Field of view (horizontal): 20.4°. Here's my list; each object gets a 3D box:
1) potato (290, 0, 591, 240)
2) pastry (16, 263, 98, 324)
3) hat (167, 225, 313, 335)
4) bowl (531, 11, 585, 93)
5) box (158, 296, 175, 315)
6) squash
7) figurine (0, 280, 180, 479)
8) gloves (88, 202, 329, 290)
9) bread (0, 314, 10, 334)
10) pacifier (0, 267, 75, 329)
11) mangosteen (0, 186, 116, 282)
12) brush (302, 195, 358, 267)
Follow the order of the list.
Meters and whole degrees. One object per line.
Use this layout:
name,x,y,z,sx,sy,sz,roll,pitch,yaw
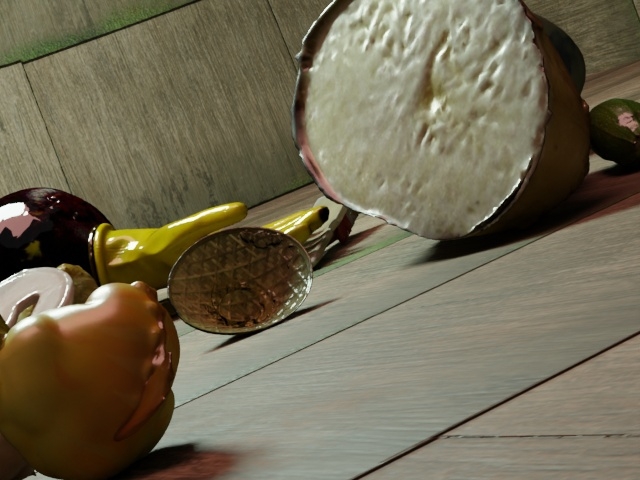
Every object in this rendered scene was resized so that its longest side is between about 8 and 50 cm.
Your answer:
potato,0.182,-0.133,1.841,0.296,0.290,0.397,12,0,-42
pastry,-0.324,0.097,2.111,0.153,0.081,0.153,-47,9,9
hat,-0.074,0.060,1.752,0.146,0.067,0.146,-5,45,5
bowl,0.202,-0.167,2.320,0.289,0.146,0.289,5,-32,3
box,-0.133,0.063,2.198,0.156,0.022,0.089,-18,4,41
squash,0.324,-0.116,1.901,0.068,0.077,0.219,-61,-1,5
figurine,-0.190,0.120,1.208,0.246,0.131,0.156,-35,-43,28
gloves,-0.126,0.001,2.177,0.294,0.116,0.133,-14,19,12
bread,-0.349,0.143,1.615,0.186,0.124,0.257,-31,9,-26
pacifier,-0.416,0.100,1.870,0.332,0.273,0.220,-19,-12,20
mangosteen,-0.371,0.061,2.315,0.265,0.228,0.228,-63,-15,24
brush,0.000,0.000,2.236,0.060,0.050,0.321,-17,13,15
